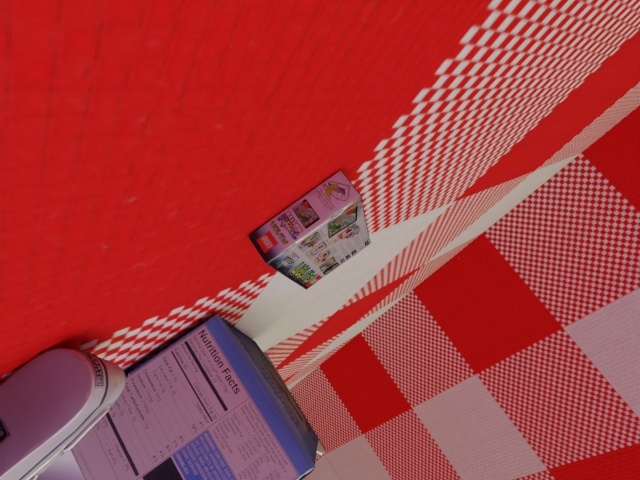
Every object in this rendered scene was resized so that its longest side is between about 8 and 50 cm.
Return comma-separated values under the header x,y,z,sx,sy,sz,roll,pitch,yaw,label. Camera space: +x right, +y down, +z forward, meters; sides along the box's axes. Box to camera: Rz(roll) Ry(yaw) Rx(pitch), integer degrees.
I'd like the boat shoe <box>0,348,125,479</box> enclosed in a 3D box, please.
x,y,z,sx,sy,sz,roll,pitch,yaw,label
-0.288,0.195,0.389,0.258,0.095,0.084,-33,160,-7,boat shoe

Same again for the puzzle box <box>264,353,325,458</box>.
x,y,z,sx,sy,sz,roll,pitch,yaw,label
-0.230,0.494,1.053,0.408,0.272,0.052,-32,168,-9,puzzle box

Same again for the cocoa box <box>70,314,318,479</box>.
x,y,z,sx,sy,sz,roll,pitch,yaw,label
-0.155,0.288,0.677,0.228,0.231,0.347,-35,165,-10,cocoa box

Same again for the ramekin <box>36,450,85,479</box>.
x,y,z,sx,sy,sz,roll,pitch,yaw,label
-0.348,0.397,0.543,0.135,0.277,0.277,-33,166,21,ramekin

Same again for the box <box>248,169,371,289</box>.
x,y,z,sx,sy,sz,roll,pitch,yaw,label
0.000,0.000,0.526,0.114,0.036,0.207,-35,164,-1,box
